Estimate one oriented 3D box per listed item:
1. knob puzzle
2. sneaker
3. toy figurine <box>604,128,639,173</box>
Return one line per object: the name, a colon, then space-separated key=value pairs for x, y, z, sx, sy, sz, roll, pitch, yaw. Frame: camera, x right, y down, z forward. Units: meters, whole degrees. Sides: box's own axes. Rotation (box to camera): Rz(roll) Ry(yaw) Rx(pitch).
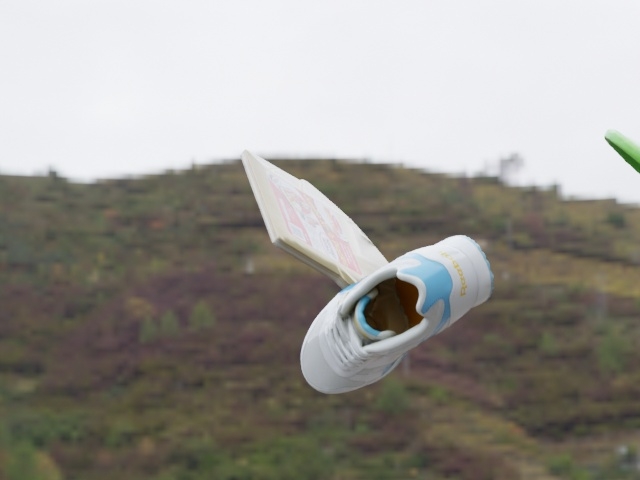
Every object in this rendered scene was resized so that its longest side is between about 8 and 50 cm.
knob puzzle: x=0.000 y=0.000 z=1.899 sx=0.030 sy=0.213 sz=0.213 roll=-48 pitch=-36 yaw=18
sneaker: x=0.044 y=0.069 z=1.542 sx=0.092 sy=0.087 sz=0.229 roll=-19 pitch=-16 yaw=-45
toy figurine: x=0.254 y=-0.053 z=0.864 sx=0.173 sy=0.159 sz=0.130 roll=42 pitch=5 yaw=6
